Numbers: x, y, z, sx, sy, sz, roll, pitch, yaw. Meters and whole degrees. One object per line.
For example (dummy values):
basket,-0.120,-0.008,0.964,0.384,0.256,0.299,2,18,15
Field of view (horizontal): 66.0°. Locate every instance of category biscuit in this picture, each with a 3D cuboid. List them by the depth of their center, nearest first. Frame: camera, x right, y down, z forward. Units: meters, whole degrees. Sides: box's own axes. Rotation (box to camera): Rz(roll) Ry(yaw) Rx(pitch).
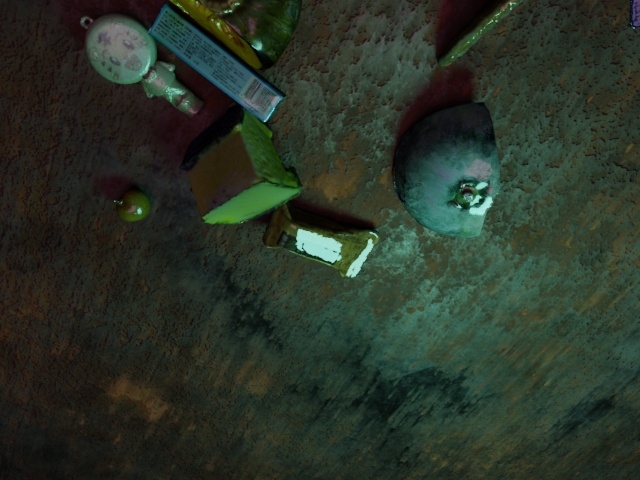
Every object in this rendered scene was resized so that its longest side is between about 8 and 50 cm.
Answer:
biscuit,0.323,-0.418,0.877,0.290,0.141,0.038,-40,98,23

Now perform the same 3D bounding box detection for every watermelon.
watermelon,0.260,-0.115,1.044,0.188,0.175,0.321,-8,121,2

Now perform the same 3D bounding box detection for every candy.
candy,0.000,0.000,1.157,0.272,0.101,0.143,19,114,-21

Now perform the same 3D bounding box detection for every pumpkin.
pumpkin,-0.154,-0.463,0.807,0.325,0.242,0.232,37,87,-42

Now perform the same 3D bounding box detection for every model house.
model house,-0.177,-0.161,1.029,0.194,0.170,0.211,-29,77,30

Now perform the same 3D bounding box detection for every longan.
longan,-0.423,-0.080,1.099,0.075,0.075,0.083,-36,152,19

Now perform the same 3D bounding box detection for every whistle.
whistle,-0.339,-0.335,0.951,0.258,0.067,0.126,37,108,-27

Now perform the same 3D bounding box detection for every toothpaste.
toothpaste,-0.189,-0.331,0.929,0.267,0.050,0.065,36,109,-8

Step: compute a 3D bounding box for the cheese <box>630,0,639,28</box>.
cheese,0.713,-0.457,0.910,0.250,0.064,0.156,-10,122,19
